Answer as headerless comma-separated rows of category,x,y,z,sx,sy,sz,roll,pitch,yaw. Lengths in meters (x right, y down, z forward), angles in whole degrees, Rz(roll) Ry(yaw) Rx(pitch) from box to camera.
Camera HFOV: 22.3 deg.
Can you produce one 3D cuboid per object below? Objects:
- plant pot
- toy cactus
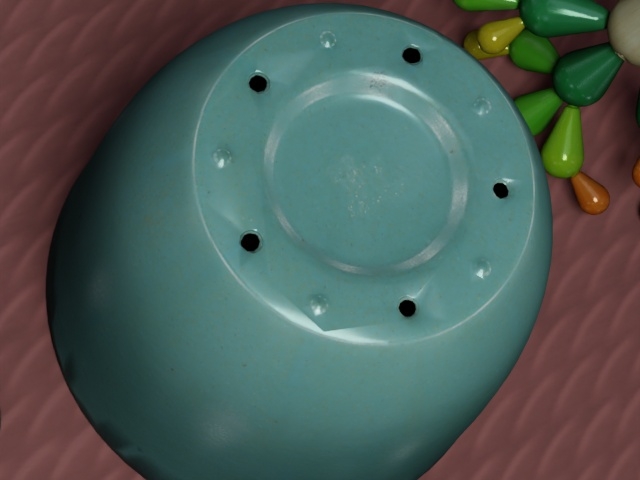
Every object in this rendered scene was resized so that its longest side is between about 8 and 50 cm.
plant pot,0.000,0.000,0.927,0.293,0.235,0.293,4,72,-13
toy cactus,0.191,-0.118,1.049,0.219,0.180,0.112,50,49,0
